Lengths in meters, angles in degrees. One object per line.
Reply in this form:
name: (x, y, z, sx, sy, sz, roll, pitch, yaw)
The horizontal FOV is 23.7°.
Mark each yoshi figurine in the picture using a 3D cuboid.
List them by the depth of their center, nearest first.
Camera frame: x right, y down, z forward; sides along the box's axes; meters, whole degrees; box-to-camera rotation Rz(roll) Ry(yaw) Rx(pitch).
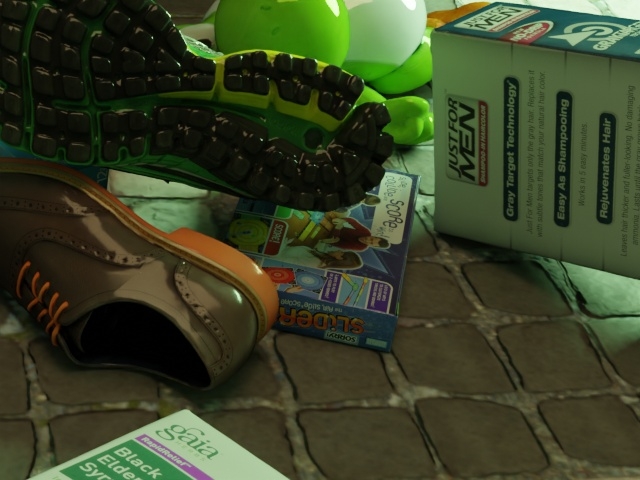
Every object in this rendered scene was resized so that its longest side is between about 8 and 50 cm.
yoshi figurine: (0.024, -0.187, 1.311, 0.362, 0.203, 0.203, -25, 53, -38)

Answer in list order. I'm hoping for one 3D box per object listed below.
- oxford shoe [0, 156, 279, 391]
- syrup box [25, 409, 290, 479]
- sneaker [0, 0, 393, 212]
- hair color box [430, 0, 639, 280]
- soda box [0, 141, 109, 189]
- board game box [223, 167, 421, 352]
oxford shoe: (-0.168, 0.021, 1.024, 0.271, 0.097, 0.098, 18, 39, 12)
syrup box: (-0.117, 0.174, 0.763, 0.093, 0.096, 0.237, 31, 28, 25)
sneaker: (-0.130, -0.095, 1.090, 0.343, 0.134, 0.146, 20, -9, -19)
hair color box: (0.254, -0.065, 1.125, 0.347, 0.174, 0.105, 14, 29, 33)
soda box: (-0.249, -0.075, 1.165, 0.067, 0.071, 0.210, -19, 43, -38)
board game box: (0.000, 0.000, 1.154, 0.136, 0.035, 0.201, 12, 33, 3)
